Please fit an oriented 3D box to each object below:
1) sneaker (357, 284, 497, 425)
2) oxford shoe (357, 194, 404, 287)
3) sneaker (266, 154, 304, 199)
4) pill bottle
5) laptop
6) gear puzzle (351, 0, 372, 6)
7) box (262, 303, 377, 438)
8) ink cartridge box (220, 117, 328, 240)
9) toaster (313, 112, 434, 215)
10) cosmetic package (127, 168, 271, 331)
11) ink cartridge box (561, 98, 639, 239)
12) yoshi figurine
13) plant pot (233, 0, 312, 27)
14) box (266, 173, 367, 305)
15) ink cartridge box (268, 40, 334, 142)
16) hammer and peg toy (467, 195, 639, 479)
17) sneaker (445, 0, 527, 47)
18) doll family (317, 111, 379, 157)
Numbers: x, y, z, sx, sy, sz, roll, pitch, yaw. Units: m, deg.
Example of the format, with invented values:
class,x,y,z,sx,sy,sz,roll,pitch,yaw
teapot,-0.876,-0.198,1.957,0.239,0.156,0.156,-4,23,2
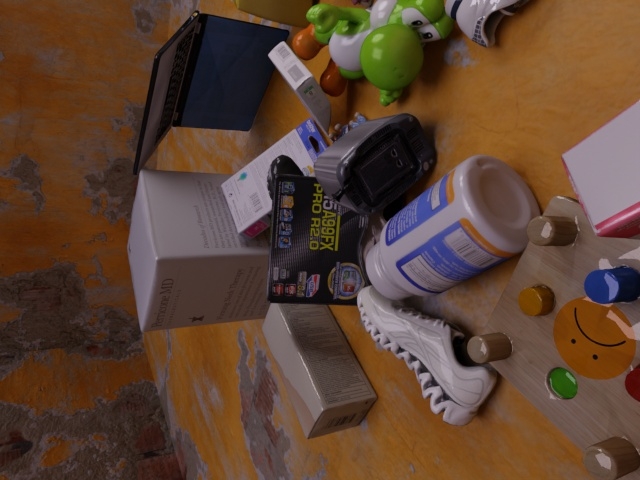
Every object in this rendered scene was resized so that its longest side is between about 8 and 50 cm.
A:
class,x,y,z,sx,sy,sz,roll,pitch,yaw
sneaker,0.180,0.169,0.821,0.292,0.110,0.118,46,120,33
oxford shoe,0.127,0.003,0.921,0.096,0.082,0.228,2,93,56
sneaker,-0.016,-0.072,1.080,0.130,0.109,0.287,-9,119,45
pill bottle,0.190,-0.001,0.748,0.272,0.152,0.153,-42,56,52
laptop,-0.300,-0.388,1.302,0.382,0.236,0.408,124,165,-44
gear puzzle,-0.017,-0.640,0.998,0.338,0.044,0.176,29,121,14
box,-0.014,0.281,1.106,0.311,0.147,0.121,60,139,41
ink cartridge box,-0.106,-0.160,1.224,0.311,0.065,0.186,-36,55,14
toaster,0.085,-0.137,0.873,0.129,0.227,0.146,55,167,-23
cosmetic package,-0.326,0.027,1.374,0.330,0.393,0.328,-61,42,41
ink cartridge box,0.354,-0.070,0.409,0.158,0.217,0.092,-45,48,50
yoshi figurine,0.080,-0.358,0.896,0.362,0.203,0.203,13,110,56
plant pot,-0.136,-0.687,1.191,0.212,0.187,0.212,104,148,-50
box,0.000,0.000,1.000,0.060,0.216,0.271,-129,43,-77
ink cartridge box,-0.017,-0.325,1.083,0.056,0.224,0.181,-38,50,8
hammer and peg toy,0.352,0.131,0.509,0.361,0.127,0.266,46,127,49
sneaker,0.282,-0.395,0.665,0.095,0.090,0.235,59,143,21
doll family,0.064,-0.190,1.030,0.193,0.075,0.111,-63,36,34
